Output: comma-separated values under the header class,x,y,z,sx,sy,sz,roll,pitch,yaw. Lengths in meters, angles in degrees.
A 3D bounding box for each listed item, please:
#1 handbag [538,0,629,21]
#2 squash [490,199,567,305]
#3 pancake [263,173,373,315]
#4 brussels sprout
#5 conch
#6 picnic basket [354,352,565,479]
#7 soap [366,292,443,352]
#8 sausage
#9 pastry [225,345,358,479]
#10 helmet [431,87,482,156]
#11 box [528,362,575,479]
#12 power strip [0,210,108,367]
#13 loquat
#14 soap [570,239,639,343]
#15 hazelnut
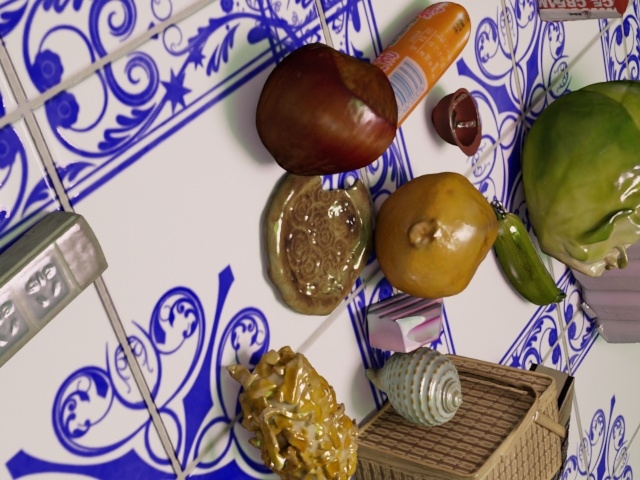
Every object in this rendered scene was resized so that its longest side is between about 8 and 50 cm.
class,x,y,z,sx,sy,sz,roll,pitch,yaw
handbag,0.480,-0.545,1.911,0.151,0.171,0.298,-15,111,-55
squash,0.376,0.045,1.931,0.080,0.071,0.318,-50,132,-10
pancake,0.000,0.000,1.456,0.235,0.029,0.211,5,92,-52
brussels sprout,0.522,-0.123,1.926,0.371,0.315,0.276,-53,166,1
conch,0.153,0.207,1.565,0.135,0.153,0.102,3,122,-47
picnic basket,0.217,0.314,1.631,0.313,0.228,0.175,-33,123,-45
soap,0.129,0.123,1.585,0.149,0.100,0.056,-16,108,-52
sausage,0.141,-0.266,1.554,0.312,0.093,0.093,-51,132,-37
pastry,-0.035,0.244,1.382,0.154,0.102,0.250,-62,140,-25
helmet,0.209,-0.187,1.683,0.089,0.057,0.111,-50,127,-41
box,0.383,0.394,1.915,0.198,0.084,0.310,-56,152,-34
power strip,-0.312,0.069,1.025,0.272,0.052,0.078,-48,132,-38
loquat,0.169,-0.006,1.564,0.187,0.176,0.234,-46,169,16
soap,0.738,0.032,2.116,0.350,0.435,0.213,56,47,-37
hazelnut,0.011,-0.158,1.341,0.204,0.178,0.177,-58,147,-78
